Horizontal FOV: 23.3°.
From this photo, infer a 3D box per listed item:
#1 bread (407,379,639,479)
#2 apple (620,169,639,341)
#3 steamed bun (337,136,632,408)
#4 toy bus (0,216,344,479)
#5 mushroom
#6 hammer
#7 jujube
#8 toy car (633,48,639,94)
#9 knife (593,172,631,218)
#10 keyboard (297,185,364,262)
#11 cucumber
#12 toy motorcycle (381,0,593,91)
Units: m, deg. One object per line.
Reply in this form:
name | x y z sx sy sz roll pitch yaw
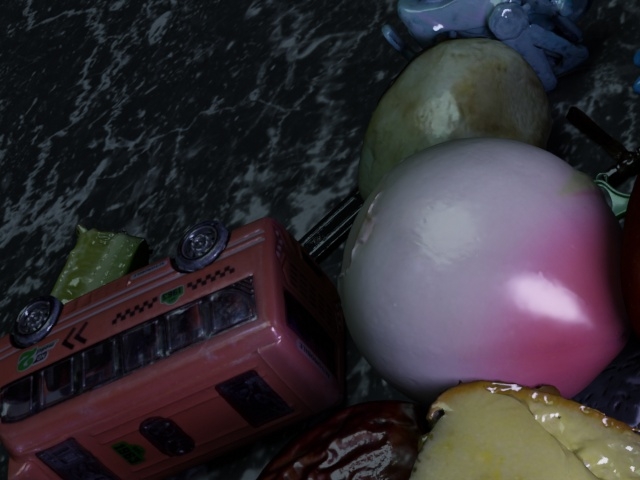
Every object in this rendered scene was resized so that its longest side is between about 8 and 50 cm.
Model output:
bread | 0.202 0.246 1.423 0.262 0.162 0.204 25 61 8
apple | 0.412 0.007 1.390 0.288 0.288 0.317 -29 30 17
steamed bun | 0.191 0.051 1.542 0.309 0.309 0.309 -26 37 21
toy bus | -0.188 0.159 1.860 0.427 0.203 0.233 -25 42 18
mushroom | 0.168 -0.109 1.825 0.267 0.189 0.164 -42 31 -2
hammer | 0.328 -0.121 1.837 0.065 0.021 0.178 -39 33 4
jujube | 0.028 0.266 1.544 0.243 0.183 0.183 -44 31 23
toy car | 0.429 -0.187 1.669 0.190 0.188 0.255 -29 37 28
knife | 0.369 -0.052 1.714 0.166 0.022 0.078 -11 61 35
keyboard | 0.000 0.000 2.022 0.204 0.013 0.061 -43 34 -3
cucumber | -0.334 0.132 2.120 0.145 0.105 0.325 6 54 27
toy motorcycle | 0.207 -0.280 1.943 0.154 0.260 0.206 -99 23 -52
